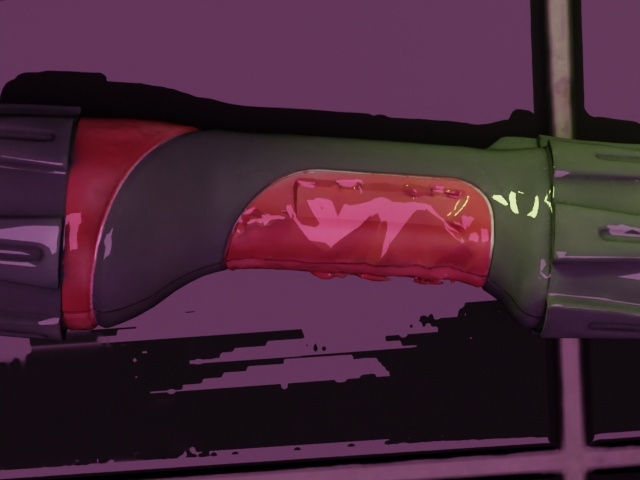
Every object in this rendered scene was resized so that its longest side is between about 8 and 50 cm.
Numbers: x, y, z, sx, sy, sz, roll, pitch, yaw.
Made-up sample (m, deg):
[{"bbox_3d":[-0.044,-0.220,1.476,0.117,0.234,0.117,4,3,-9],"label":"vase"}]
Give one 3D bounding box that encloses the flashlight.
[{"bbox_3d":[0.000,0.000,0.784,0.304,0.103,0.103,5,102,-2],"label":"flashlight"}]
